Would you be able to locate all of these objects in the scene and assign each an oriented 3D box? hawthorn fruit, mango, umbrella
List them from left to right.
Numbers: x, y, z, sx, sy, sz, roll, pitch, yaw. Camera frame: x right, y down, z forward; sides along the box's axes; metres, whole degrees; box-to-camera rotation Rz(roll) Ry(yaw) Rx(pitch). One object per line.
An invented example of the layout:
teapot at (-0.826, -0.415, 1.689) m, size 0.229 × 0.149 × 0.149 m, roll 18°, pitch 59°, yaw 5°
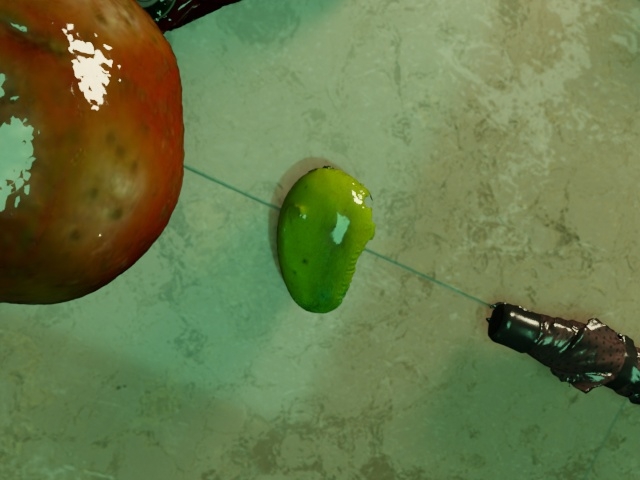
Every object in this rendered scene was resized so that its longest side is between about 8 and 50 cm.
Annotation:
hawthorn fruit at (-0.339, -0.116, 1.130) m, size 0.403 × 0.403 × 0.403 m, roll -2°, pitch 101°, yaw -8°
mango at (-0.001, 0.000, 1.343) m, size 0.100 × 0.119 × 0.178 m, roll 3°, pitch 101°, yaw -32°
umbrella at (0.365, 0.152, 1.442) m, size 0.326 × 0.090 × 0.094 m, roll 23°, pitch 100°, yaw -12°

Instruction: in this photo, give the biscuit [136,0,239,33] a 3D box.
biscuit at (-0.170, -0.306, 1.290) m, size 0.235 × 0.063 × 0.151 m, roll -31°, pitch 100°, yaw 0°
